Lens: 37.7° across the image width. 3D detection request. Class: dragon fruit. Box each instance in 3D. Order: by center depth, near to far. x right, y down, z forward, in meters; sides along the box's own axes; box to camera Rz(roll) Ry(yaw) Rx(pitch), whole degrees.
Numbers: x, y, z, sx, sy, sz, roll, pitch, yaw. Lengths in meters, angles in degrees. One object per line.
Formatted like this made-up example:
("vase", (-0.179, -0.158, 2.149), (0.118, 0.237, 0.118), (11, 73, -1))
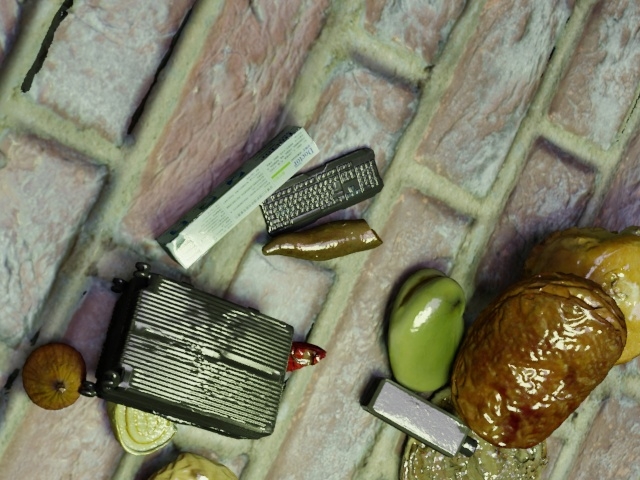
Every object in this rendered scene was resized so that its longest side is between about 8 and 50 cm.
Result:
("dragon fruit", (-0.050, 0.212, 1.806), (0.097, 0.131, 0.063), (-33, 105, -24))

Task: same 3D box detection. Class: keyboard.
("keyboard", (0.003, -0.096, 1.838), (0.262, 0.016, 0.106), (-24, 107, -19))

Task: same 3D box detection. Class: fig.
("fig", (-0.448, 0.233, 1.629), (0.119, 0.153, 0.119), (15, 68, -41))

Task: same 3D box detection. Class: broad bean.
("broad bean", (0.221, 0.193, 1.925), (0.189, 0.121, 0.263), (-10, 105, -30))

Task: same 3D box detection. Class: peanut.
("peanut", (-0.251, 0.510, 1.771), (0.196, 0.110, 0.233), (9, 94, -20))

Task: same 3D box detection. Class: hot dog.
("hot dog", (0.428, 0.230, 1.856), (0.267, 0.174, 0.387), (34, 110, 1))

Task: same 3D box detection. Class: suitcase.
("suitcase", (-0.227, 0.210, 1.673), (0.335, 0.152, 0.230), (23, 65, -25))

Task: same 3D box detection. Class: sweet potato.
("sweet potato", (0.000, 0.000, 1.826), (0.243, 0.077, 0.077), (-7, 101, -14))

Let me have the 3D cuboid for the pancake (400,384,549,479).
("pancake", (0.337, 0.482, 2.047), (0.382, 0.071, 0.382), (-2, 95, -22))

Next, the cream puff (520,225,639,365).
("cream puff", (0.590, 0.102, 2.013), (0.343, 0.231, 0.327), (-44, 108, -5))

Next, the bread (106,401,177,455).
("bread", (-0.331, 0.316, 1.730), (0.117, 0.064, 0.156), (-15, 103, -25))

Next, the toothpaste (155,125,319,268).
("toothpaste", (-0.151, -0.085, 1.735), (0.336, 0.081, 0.067), (-42, 113, -13))

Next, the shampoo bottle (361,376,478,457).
("shampoo bottle", (0.209, 0.370, 1.925), (0.246, 0.080, 0.079), (30, 80, -4))
